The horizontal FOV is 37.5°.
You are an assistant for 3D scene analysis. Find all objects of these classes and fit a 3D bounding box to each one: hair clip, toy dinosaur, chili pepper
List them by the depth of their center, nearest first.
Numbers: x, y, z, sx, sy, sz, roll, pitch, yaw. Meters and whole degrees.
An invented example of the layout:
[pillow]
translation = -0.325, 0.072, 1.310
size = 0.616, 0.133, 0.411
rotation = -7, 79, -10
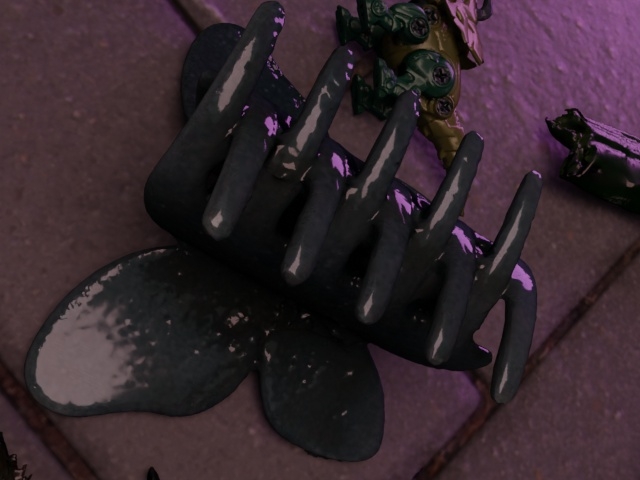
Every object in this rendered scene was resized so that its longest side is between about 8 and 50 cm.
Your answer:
[hair clip]
translation = 0.000, 0.000, 0.752
size = 0.318, 0.238, 0.392
rotation = 31, 65, -15
[toy dinosaur]
translation = 0.099, -0.152, 0.922
size = 0.153, 0.094, 0.259
rotation = 0, 84, -19
[chili pepper]
translation = 0.332, -0.069, 1.008
size = 0.224, 0.061, 0.098
rotation = 21, 54, -13

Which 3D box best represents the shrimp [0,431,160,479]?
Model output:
[shrimp]
translation = -0.179, 0.231, 0.716
size = 0.150, 0.051, 0.217
rotation = -23, 83, -34
